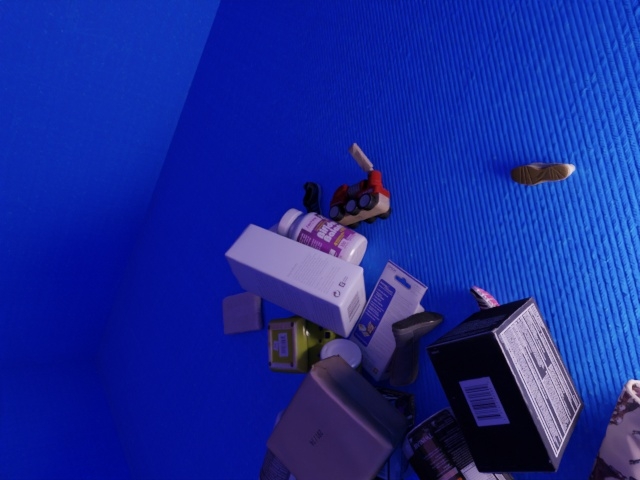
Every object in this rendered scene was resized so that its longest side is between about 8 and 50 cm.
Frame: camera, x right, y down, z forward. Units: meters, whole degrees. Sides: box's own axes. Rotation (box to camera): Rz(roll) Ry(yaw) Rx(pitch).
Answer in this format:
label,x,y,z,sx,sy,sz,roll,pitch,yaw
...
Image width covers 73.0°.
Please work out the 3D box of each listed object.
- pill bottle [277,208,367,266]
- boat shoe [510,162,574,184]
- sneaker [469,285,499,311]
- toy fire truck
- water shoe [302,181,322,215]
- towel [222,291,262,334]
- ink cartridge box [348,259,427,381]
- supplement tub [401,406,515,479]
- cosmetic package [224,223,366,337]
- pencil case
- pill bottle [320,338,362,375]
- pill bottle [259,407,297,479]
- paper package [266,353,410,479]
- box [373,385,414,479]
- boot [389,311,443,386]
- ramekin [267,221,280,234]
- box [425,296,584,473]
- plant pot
label,x,y,z,sx,sy,sz,roll,pitch,yaw
pill bottle,0.000,0.000,1.557,0.302,0.169,0.169,27,105,19
boat shoe,0.587,-0.181,1.152,0.153,0.048,0.056,-1,107,52
sneaker,0.465,0.204,1.202,0.074,0.063,0.170,-49,58,22
toy fire truck,0.129,-0.194,1.552,0.217,0.159,0.246,-18,59,42
water shoe,-0.042,-0.135,1.748,0.073,0.080,0.202,-11,77,45
towel,-0.367,0.342,2.037,0.283,0.049,0.186,-17,74,42
ink cartridge box,0.222,0.267,1.439,0.176,0.069,0.370,39,114,42
supplement tub,0.383,0.630,1.127,0.207,0.207,0.337,-54,51,26
cosmetic package,-0.080,0.133,1.486,0.454,0.230,0.161,21,59,23
pencil case,0.665,0.513,0.891,0.184,0.160,0.409,28,104,59
pill bottle,0.071,0.465,1.464,0.136,0.137,0.245,33,137,43
pill bottle,-0.110,0.829,1.600,0.204,0.204,0.360,25,102,44
paper package,0.047,0.561,1.259,0.310,0.168,0.324,38,112,25
box,0.198,0.605,1.364,0.164,0.142,0.246,-4,84,44
boot,0.294,0.334,1.331,0.076,0.190,0.208,-145,45,-67
ramekin,-0.134,0.021,1.740,0.109,0.207,0.207,52,120,25
box,0.437,0.324,1.012,0.183,0.294,0.295,-29,79,41
plant pot,-0.067,0.386,1.615,0.227,0.207,0.227,-14,74,44
